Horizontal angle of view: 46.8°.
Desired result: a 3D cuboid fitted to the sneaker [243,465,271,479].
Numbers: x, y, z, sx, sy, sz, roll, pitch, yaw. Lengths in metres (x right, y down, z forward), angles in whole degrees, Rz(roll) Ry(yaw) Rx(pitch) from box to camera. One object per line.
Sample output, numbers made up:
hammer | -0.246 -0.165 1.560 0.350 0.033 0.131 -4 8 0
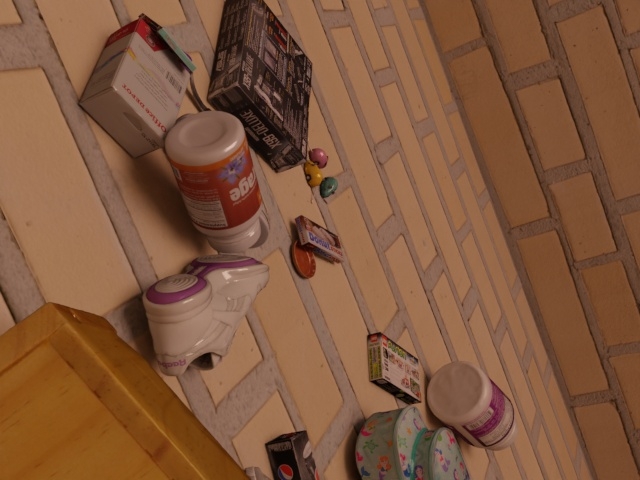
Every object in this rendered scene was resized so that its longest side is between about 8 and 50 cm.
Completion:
sneaker | -0.071 0.383 1.028 0.281 0.105 0.115 99 -17 -62

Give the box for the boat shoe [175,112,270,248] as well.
boat shoe | -0.165 -0.111 1.278 0.267 0.096 0.088 54 20 -26

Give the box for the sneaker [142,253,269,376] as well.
sneaker | -0.172 0.108 1.144 0.305 0.114 0.152 -29 119 -64

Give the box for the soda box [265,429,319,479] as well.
soda box | -0.037 0.411 1.242 0.060 0.053 0.168 -4 78 -63

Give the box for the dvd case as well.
dvd case | -0.251 -0.325 1.210 0.087 0.013 0.119 49 -4 -38

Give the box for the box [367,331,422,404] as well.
box | 0.176 0.304 1.741 0.207 0.036 0.114 40 41 -47

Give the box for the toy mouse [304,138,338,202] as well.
toy mouse | 0.009 -0.158 1.710 0.143 0.031 0.161 8 67 -61

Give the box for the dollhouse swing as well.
dollhouse swing | -0.255 0.296 0.749 0.347 0.305 0.315 46 -9 5

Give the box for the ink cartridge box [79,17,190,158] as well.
ink cartridge box | -0.283 -0.235 1.145 0.127 0.072 0.175 50 34 -39

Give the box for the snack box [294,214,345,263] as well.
snack box | 0.000 0.000 1.584 0.178 0.022 0.064 29 42 -60

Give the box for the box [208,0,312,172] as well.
box | -0.114 -0.332 1.530 0.242 0.077 0.307 44 37 -44

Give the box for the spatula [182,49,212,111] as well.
spatula | -0.214 -0.255 1.338 0.296 0.030 0.084 54 29 -32

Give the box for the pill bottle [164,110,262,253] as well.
pill bottle | -0.158 -0.085 1.160 0.216 0.121 0.121 79 15 -45

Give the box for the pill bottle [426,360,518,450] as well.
pill bottle | 0.416 0.451 1.963 0.301 0.169 0.169 45 37 -44

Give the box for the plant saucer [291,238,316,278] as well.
plant saucer | -0.036 0.038 1.520 0.083 0.013 0.083 41 40 -48

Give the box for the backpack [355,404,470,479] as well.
backpack | 0.182 0.468 1.498 0.253 0.191 0.225 64 28 -6
